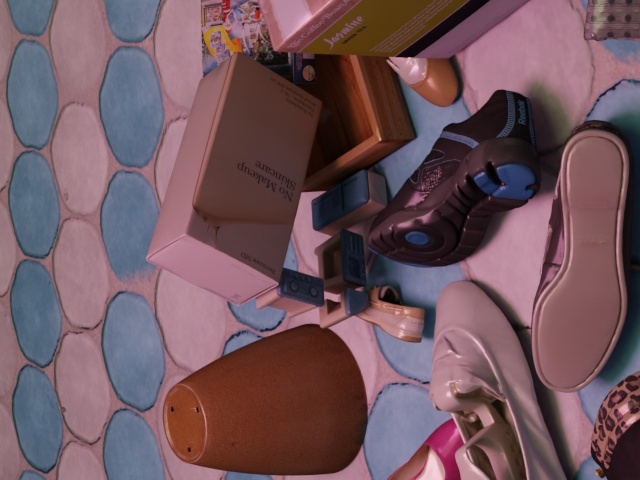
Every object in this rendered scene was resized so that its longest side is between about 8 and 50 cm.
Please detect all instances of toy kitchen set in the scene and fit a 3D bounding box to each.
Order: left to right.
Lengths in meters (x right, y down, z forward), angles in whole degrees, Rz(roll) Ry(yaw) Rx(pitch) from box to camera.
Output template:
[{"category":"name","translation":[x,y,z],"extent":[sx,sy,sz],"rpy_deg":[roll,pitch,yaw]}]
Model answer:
[{"category":"toy kitchen set","translation":[0.000,0.000,1.917],"extent":[0.122,0.166,0.207],"rpy_deg":[-30,54,41]}]

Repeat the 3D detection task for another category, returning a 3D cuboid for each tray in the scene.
[{"category":"tray","translation":[-0.002,-0.299,2.009],"extent":[0.203,0.076,0.411],"rpy_deg":[-30,72,48]}]

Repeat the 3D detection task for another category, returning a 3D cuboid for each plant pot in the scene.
[{"category":"plant pot","translation":[-0.101,0.255,2.054],"extent":[0.237,0.254,0.237],"rpy_deg":[6,98,51]}]

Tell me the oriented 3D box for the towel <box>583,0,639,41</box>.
[{"category":"towel","translation":[0.435,-0.343,1.345],"extent":[0.324,0.056,0.312],"rpy_deg":[4,98,9]}]

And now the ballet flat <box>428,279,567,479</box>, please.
[{"category":"ballet flat","translation":[0.217,0.234,1.756],"extent":[0.139,0.139,0.400],"rpy_deg":[-40,63,46]}]

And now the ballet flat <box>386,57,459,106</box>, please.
[{"category":"ballet flat","translation":[0.108,-0.274,1.874],"extent":[0.080,0.073,0.232],"rpy_deg":[-54,55,40]}]

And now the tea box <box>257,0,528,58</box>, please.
[{"category":"tea box","translation":[0.074,-0.423,1.696],"extent":[0.220,0.323,0.329],"rpy_deg":[-33,68,44]}]

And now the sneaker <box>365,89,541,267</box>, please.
[{"category":"sneaker","translation":[0.180,-0.071,1.804],"extent":[0.341,0.125,0.139],"rpy_deg":[-37,39,50]}]

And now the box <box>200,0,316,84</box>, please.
[{"category":"box","translation":[-0.096,-0.308,2.029],"extent":[0.233,0.044,0.159],"rpy_deg":[5,98,51]}]

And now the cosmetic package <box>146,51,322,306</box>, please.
[{"category":"cosmetic package","translation":[-0.115,-0.086,1.883],"extent":[0.113,0.160,0.309],"rpy_deg":[-29,41,48]}]

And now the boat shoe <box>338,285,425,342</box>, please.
[{"category":"boat shoe","translation":[0.093,0.094,1.954],"extent":[0.170,0.063,0.059],"rpy_deg":[26,101,46]}]

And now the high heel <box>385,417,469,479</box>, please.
[{"category":"high heel","translation":[0.123,0.337,1.892],"extent":[0.082,0.117,0.244],"rpy_deg":[59,135,29]}]

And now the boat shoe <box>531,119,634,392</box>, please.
[{"category":"boat shoe","translation":[0.325,0.018,1.645],"extent":[0.112,0.095,0.335],"rpy_deg":[9,108,14]}]

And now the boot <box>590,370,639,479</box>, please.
[{"category":"boot","translation":[0.403,0.351,1.519],"extent":[0.284,0.138,0.377],"rpy_deg":[-105,-1,-45]}]
